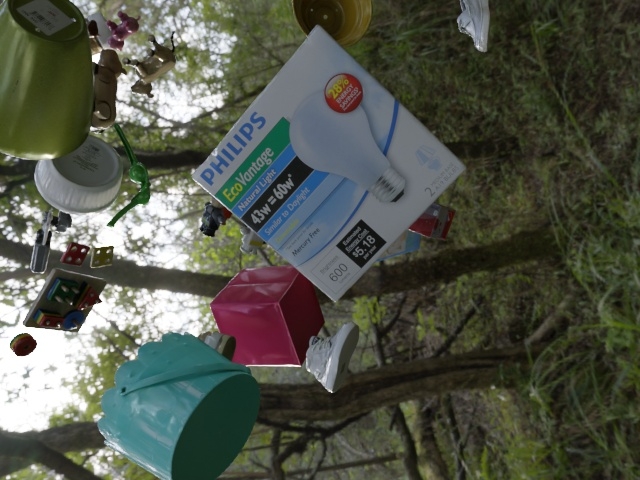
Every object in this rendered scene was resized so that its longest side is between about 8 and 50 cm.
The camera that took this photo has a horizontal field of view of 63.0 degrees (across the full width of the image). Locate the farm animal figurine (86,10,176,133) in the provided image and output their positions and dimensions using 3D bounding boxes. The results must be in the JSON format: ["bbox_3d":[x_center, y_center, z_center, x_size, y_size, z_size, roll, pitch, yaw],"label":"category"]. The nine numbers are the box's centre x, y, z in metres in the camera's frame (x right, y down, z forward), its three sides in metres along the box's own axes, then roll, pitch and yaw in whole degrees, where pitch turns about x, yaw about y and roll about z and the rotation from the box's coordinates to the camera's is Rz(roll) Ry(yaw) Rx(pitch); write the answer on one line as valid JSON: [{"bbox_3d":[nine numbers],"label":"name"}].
[{"bbox_3d":[-0.564,-0.439,1.398,0.172,0.330,0.326,13,-82,-79],"label":"farm animal figurine"}]

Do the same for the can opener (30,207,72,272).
[{"bbox_3d":[-0.864,0.006,1.680,0.283,0.095,0.076,-53,37,41],"label":"can opener"}]

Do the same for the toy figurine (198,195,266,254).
[{"bbox_3d":[-0.226,-0.074,1.507,0.209,0.213,0.148,-66,1,-75],"label":"toy figurine"}]

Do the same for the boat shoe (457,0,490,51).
[{"bbox_3d":[0.314,-0.454,1.075,0.066,0.063,0.184,64,-152,-58],"label":"boat shoe"}]

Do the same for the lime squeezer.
[{"bbox_3d":[-0.491,-0.154,1.344,0.110,0.059,0.310,12,-122,-34],"label":"lime squeezer"}]

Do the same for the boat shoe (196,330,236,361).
[{"bbox_3d":[-0.333,0.392,1.423,0.113,0.103,0.302,71,-145,-56],"label":"boat shoe"}]

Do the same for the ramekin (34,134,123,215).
[{"bbox_3d":[-0.613,-0.178,1.344,0.207,0.109,0.207,18,-126,-26],"label":"ramekin"}]

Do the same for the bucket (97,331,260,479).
[{"bbox_3d":[-0.262,0.332,1.027,0.281,0.183,0.281,-39,-41,-44],"label":"bucket"}]

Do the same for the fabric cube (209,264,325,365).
[{"bbox_3d":[-0.168,0.247,1.760,0.259,0.258,0.254,-54,-48,-57],"label":"fabric cube"}]

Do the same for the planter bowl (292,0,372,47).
[{"bbox_3d":[0.023,-0.610,1.396,0.090,0.217,0.217,-164,56,-75],"label":"planter bowl"}]

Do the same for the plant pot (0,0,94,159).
[{"bbox_3d":[-0.591,-0.362,1.090,0.275,0.293,0.274,18,-125,-28],"label":"plant pot"}]

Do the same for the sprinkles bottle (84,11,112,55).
[{"bbox_3d":[-0.861,-0.632,1.732,0.121,0.356,0.121,61,172,15],"label":"sprinkles bottle"}]

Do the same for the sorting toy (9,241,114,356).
[{"bbox_3d":[-0.519,0.129,1.094,0.046,0.274,0.132,30,180,30],"label":"sorting toy"}]

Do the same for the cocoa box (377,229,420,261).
[{"bbox_3d":[0.249,-0.128,2.033,0.228,0.232,0.347,-124,25,-47],"label":"cocoa box"}]

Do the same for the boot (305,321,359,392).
[{"bbox_3d":[0.019,0.295,1.415,0.095,0.123,0.258,-31,-36,-44],"label":"boot"}]

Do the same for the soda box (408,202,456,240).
[{"bbox_3d":[0.228,-0.084,1.430,0.083,0.263,0.092,9,-77,-47],"label":"soda box"}]

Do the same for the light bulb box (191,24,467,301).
[{"bbox_3d":[0.016,-0.147,1.026,0.361,0.358,0.225,41,-169,-7],"label":"light bulb box"}]
